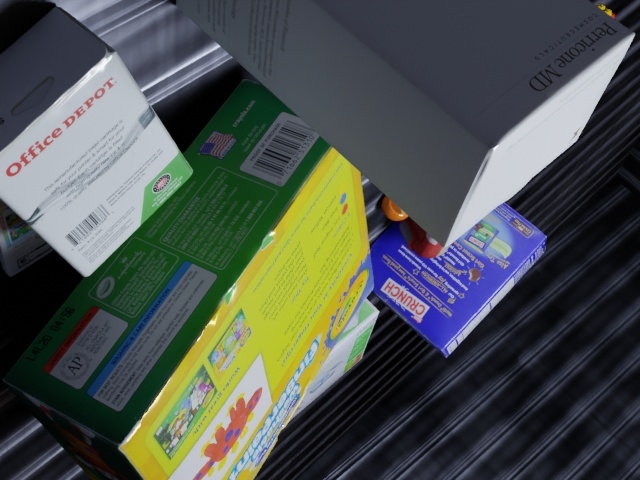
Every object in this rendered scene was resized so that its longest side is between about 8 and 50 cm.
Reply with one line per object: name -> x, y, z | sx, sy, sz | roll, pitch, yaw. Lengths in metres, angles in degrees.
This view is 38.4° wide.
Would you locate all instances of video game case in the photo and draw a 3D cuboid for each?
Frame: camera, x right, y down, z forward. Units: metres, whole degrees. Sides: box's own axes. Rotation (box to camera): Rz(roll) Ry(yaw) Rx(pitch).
video game case -> -0.267, -0.046, 0.945 | 0.157, 0.019, 0.143 | -37, 158, -27

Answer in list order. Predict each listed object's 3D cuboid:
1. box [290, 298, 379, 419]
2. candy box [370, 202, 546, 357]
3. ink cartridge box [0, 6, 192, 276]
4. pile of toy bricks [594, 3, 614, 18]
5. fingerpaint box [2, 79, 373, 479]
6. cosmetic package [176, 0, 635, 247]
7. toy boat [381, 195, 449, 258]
box -> -0.029, 0.227, 1.871 | 0.262, 0.127, 0.231 | -37, 161, -27
candy box -> 0.267, 0.040, 1.921 | 0.317, 0.268, 0.122 | -46, 158, -4
ink cartridge box -> -0.223, -0.082, 0.826 | 0.153, 0.087, 0.208 | -45, 155, -12
pile of toy bricks -> 0.414, -0.408, 1.641 | 0.212, 0.118, 0.105 | -24, 126, -17
fingerpaint box -> -0.118, 0.099, 1.104 | 0.445, 0.163, 0.371 | -56, 156, -26
cosmetic package -> 0.058, -0.196, 0.817 | 0.197, 0.365, 0.155 | -39, 160, -26
toy boat -> 0.190, -0.071, 1.778 | 0.151, 0.151, 0.231 | -4, 141, -23
